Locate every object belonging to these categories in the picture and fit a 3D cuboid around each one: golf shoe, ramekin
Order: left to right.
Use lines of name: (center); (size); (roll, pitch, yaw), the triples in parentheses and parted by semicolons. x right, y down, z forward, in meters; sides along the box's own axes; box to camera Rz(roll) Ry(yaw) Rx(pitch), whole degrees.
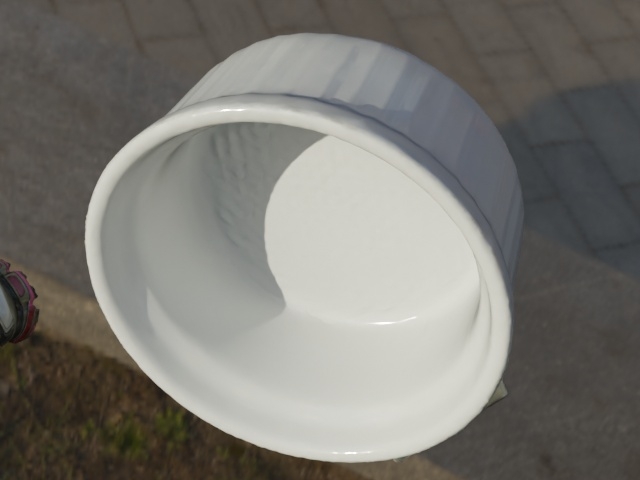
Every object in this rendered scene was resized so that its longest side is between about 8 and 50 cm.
golf shoe: (-0.294, 0.012, 0.997); (0.186, 0.067, 0.086); (36, 19, 17)
ramekin: (0.000, 0.000, 0.884); (0.277, 0.277, 0.135); (23, 40, 4)

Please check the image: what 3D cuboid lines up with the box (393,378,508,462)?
box: (0.030, 0.027, 1.224); (0.121, 0.148, 0.311); (-31, 55, -1)
